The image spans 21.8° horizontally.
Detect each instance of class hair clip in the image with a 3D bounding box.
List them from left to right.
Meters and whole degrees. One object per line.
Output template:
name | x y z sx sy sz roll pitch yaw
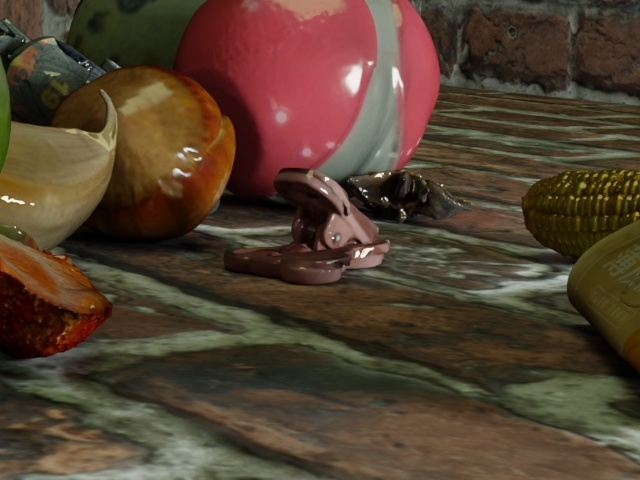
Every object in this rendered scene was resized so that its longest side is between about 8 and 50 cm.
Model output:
hair clip | -0.004 0.011 1.455 0.123 0.102 0.138 10 -20 34

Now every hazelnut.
hazelnut | -0.163 -0.073 1.565 0.182 0.182 0.182 2 9 0

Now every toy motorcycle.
toy motorcycle | -0.239 -0.131 1.704 0.307 0.108 0.173 35 4 -29

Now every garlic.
garlic | -0.277 -0.055 1.393 0.245 0.164 0.145 2 -10 -39

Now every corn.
corn | 0.313 -0.014 1.472 0.313 0.102 0.102 4 8 36

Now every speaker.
speaker | -0.010 -0.168 1.827 0.294 0.294 0.294 2 9 0

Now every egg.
egg | -0.113 -0.256 2.111 0.428 0.345 0.345 -8 13 -29

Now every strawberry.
strawberry | -0.202 0.035 1.093 0.146 0.082 0.187 20 5 -34

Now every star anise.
star anise | 0.098 -0.045 1.740 0.129 0.056 0.124 7 -10 14

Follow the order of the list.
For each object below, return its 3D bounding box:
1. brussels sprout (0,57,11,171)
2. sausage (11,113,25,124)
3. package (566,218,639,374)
brussels sprout | -0.351 -0.045 0.922 0.371 0.315 0.276 -30 35 7
sausage | -0.348 -0.156 2.149 0.123 0.123 0.253 6 12 26
package | 0.301 0.009 1.096 0.221 0.165 0.311 2 8 -2
